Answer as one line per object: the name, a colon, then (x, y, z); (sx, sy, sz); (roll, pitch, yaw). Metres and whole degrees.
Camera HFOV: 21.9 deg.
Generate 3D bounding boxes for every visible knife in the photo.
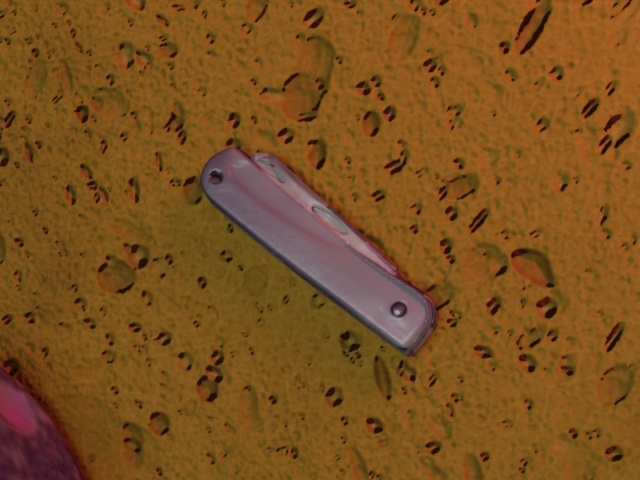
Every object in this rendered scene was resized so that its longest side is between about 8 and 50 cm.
knife: (-0.002, 0.003, 1.513); (0.265, 0.040, 0.073); (40, 93, 18)

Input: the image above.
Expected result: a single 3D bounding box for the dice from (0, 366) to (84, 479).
dice: (-0.386, 0.276, 1.530); (0.270, 0.270, 0.271); (-34, 77, 18)
